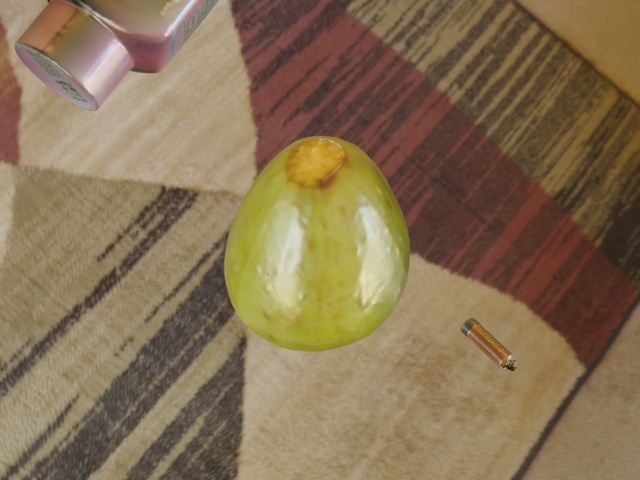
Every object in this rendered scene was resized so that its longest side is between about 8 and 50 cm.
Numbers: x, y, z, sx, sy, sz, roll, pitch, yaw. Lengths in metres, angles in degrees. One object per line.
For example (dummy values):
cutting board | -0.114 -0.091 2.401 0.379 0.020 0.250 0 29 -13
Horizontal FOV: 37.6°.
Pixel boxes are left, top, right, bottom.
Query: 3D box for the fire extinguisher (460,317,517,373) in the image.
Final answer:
fire extinguisher | 0.194 0.123 1.070 0.028 0.022 0.083 3 34 -48

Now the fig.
fig | 0.000 0.000 1.275 0.258 0.326 0.258 4 51 -5

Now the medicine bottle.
medicine bottle | -0.154 -0.200 0.749 0.119 0.094 0.188 36 75 -5
